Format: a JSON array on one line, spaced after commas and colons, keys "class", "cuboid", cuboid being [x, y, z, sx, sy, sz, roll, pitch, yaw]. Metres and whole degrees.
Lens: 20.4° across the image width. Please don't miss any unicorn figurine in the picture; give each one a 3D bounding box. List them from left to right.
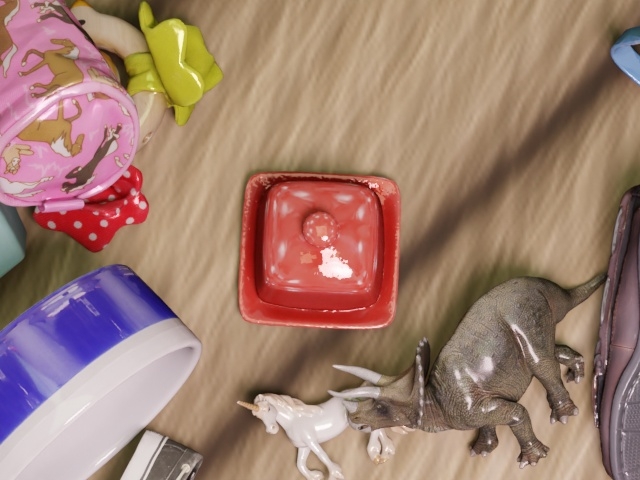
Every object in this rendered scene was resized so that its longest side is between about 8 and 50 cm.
[{"class": "unicorn figurine", "cuboid": [0.002, 0.184, 1.742, 0.162, 0.060, 0.111, -22, 82, -25]}]

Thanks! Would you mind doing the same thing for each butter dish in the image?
[{"class": "butter dish", "cuboid": [0.000, 0.000, 1.747, 0.160, 0.118, 0.160, 3, 77, 0]}]

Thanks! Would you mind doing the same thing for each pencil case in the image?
[{"class": "pencil case", "cuboid": [-0.315, -0.201, 1.708, 0.160, 0.167, 0.386, -35, 57, 0]}]

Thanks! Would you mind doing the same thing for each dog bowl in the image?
[{"class": "dog bowl", "cuboid": [-0.240, 0.146, 1.637, 0.265, 0.265, 0.104, -41, 79, -9]}]

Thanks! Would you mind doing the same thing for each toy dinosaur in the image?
[{"class": "toy dinosaur", "cuboid": [0.178, 0.112, 1.709, 0.313, 0.121, 0.160, -38, 113, -11]}]

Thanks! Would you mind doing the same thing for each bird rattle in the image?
[{"class": "bird rattle", "cuboid": [-0.221, -0.129, 1.794, 0.207, 0.143, 0.253, 36, 93, 18]}]

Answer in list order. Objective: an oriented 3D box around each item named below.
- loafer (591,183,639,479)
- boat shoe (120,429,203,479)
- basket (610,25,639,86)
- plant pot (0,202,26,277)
[{"class": "loafer", "cuboid": [0.318, 0.092, 1.733, 0.109, 0.095, 0.302, 1, 102, -25]}, {"class": "boat shoe", "cuboid": [-0.180, 0.292, 1.702, 0.070, 0.078, 0.219, 23, 77, 5]}, {"class": "basket", "cuboid": [0.429, -0.112, 1.717, 0.289, 0.255, 0.201, 39, 80, -12]}, {"class": "plant pot", "cuboid": [-0.398, -0.047, 1.706, 0.165, 0.165, 0.234, -38, 105, 2]}]
